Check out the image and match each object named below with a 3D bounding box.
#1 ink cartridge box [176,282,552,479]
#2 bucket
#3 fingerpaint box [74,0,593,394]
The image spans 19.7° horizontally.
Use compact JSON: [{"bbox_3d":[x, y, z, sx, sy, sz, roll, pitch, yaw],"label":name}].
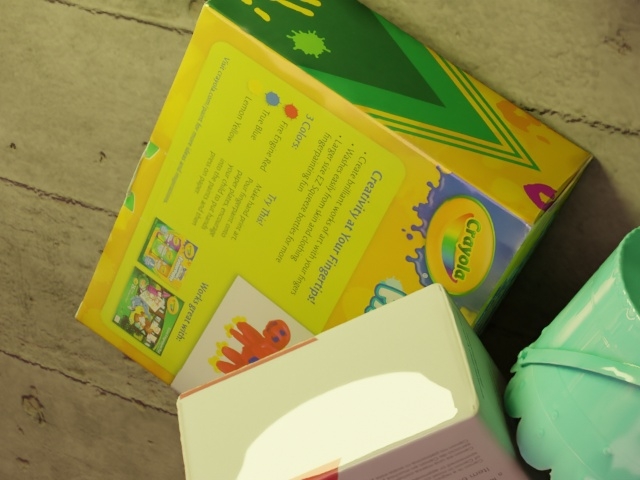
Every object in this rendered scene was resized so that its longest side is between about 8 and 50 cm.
[{"bbox_3d":[0.077,0.251,1.745,0.279,0.160,0.385,-25,136,11],"label":"ink cartridge box"},{"bbox_3d":[0.322,0.129,1.612,0.281,0.281,0.183,39,127,16],"label":"bucket"},{"bbox_3d":[0.000,0.000,1.840,0.371,0.163,0.445,34,130,9],"label":"fingerpaint box"}]
